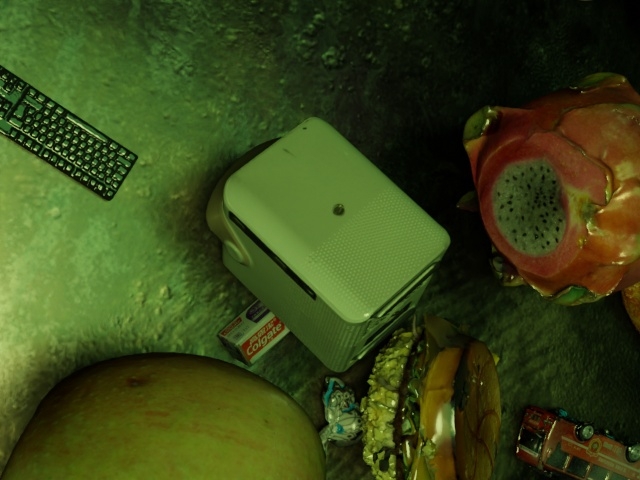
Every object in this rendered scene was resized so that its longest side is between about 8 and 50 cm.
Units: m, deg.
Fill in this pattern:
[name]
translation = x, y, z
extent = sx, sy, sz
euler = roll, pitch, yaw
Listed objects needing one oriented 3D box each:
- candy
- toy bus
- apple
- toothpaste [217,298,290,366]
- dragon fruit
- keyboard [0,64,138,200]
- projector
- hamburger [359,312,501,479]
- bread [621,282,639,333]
[candy]
translation = -0.030, 0.262, 0.987
extent = 0.094, 0.051, 0.226
euler = 44, 67, -8
[toy bus]
translation = 0.381, 0.305, 1.186
extent = 0.235, 0.073, 0.096
euler = 24, 84, -25
[apple]
translation = -0.164, 0.253, 0.773
extent = 0.277, 0.319, 0.319
euler = 28, 76, -20
[toothpaste]
translation = -0.033, 0.069, 0.995
extent = 0.196, 0.047, 0.040
euler = -41, 120, -23
[dragon fruit]
translation = 0.299, -0.054, 1.028
extent = 0.189, 0.291, 0.290
euler = -8, 92, -31
[keyboard]
translation = -0.294, -0.121, 0.880
extent = 0.204, 0.013, 0.061
euler = 35, 73, -22
[projector]
translation = 0.000, 0.000, 0.903
extent = 0.242, 0.177, 0.163
euler = 43, 65, 13
[hamburger]
translation = 0.126, 0.207, 0.983
extent = 0.262, 0.139, 0.243
euler = 43, 51, -54
[bread]
translation = 0.534, 0.111, 1.259
extent = 0.139, 0.095, 0.268
euler = -32, 107, -17
